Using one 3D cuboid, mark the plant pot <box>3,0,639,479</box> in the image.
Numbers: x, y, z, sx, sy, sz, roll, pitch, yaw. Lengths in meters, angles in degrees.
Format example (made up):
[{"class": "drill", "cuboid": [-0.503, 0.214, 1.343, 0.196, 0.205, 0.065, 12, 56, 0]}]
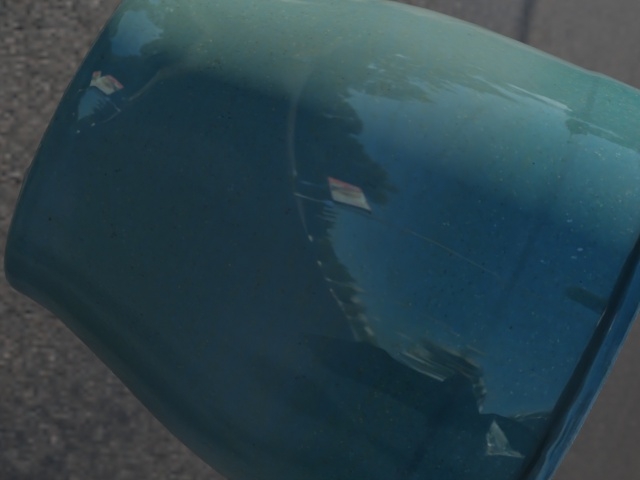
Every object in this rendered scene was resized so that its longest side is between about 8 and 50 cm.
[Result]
[{"class": "plant pot", "cuboid": [0.000, 0.000, 0.686, 0.271, 0.255, 0.271, -63, 179, -2]}]
